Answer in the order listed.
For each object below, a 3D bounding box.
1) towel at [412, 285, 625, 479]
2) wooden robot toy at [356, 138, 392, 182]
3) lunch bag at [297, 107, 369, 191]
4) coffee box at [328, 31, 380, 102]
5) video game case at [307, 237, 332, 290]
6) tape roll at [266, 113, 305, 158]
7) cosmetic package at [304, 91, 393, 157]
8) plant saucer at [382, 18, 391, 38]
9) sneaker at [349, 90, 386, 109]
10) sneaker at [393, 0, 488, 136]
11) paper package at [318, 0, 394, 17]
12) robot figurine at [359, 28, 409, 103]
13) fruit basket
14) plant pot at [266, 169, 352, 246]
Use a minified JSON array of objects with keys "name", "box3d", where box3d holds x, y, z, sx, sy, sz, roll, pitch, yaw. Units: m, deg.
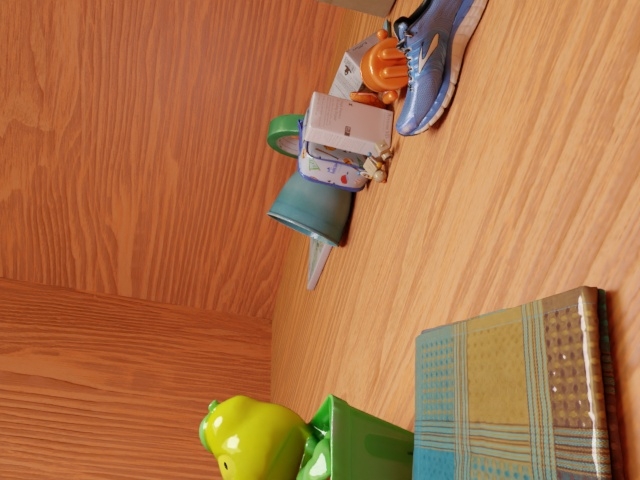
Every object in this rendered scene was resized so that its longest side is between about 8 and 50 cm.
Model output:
[{"name":"towel","box3d":[0.205,0.221,0.570,0.370,0.040,0.271,128,150,-66]},{"name":"wooden robot toy","box3d":[0.162,-0.194,1.265,0.079,0.076,0.173,60,156,15]},{"name":"lunch bag","box3d":[0.040,-0.294,1.476,0.115,0.243,0.303,111,165,-45]},{"name":"coffee box","box3d":[0.123,-0.514,1.495,0.141,0.098,0.246,-39,-5,-20]},{"name":"video game case","box3d":[0.000,0.000,2.012,0.329,0.036,0.300,112,165,-47]},{"name":"tape roll","box3d":[-0.064,-0.429,2.004,0.321,0.321,0.077,144,136,-76]},{"name":"cosmetic package","box3d":[0.079,-0.317,1.307,0.085,0.231,0.117,128,150,-71]},{"name":"plant saucer","box3d":[0.212,-0.638,1.531,0.067,0.018,0.192,113,164,-52]},{"name":"sneaker","box3d":[0.140,-0.384,1.347,0.064,0.175,0.067,19,99,36]},{"name":"sneaker","box3d":[0.199,-0.369,0.923,0.130,0.147,0.330,-98,20,-63]},{"name":"paper package","box3d":[0.123,-0.889,1.447,0.325,0.309,0.168,128,152,-72]},{"name":"robot figurine","box3d":[0.173,-0.454,1.229,0.128,0.158,0.219,-45,14,5]},{"name":"fruit basket","box3d":[-0.046,0.428,0.829,0.392,0.392,0.283,111,166,-46]},{"name":"plant pot","box3d":[-0.010,-0.148,1.622,0.255,0.271,0.271,-66,9,-3]}]
